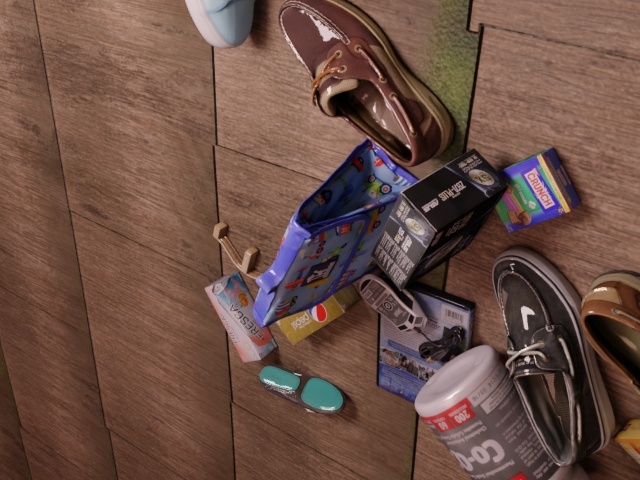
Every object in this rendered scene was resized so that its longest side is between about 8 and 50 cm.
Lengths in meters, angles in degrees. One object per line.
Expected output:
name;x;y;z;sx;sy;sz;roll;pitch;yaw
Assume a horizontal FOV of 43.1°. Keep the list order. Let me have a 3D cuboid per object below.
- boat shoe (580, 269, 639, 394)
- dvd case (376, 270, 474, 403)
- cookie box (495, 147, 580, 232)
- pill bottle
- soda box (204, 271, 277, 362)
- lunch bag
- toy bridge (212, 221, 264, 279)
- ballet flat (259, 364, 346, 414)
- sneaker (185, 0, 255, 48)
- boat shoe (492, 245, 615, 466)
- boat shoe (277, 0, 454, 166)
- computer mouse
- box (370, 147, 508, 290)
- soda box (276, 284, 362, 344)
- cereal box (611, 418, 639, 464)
boat shoe;0.476;0.185;1.091;0.324;0.120;0.122;43;135;14
dvd case;0.178;0.188;1.424;0.180;0.022;0.253;20;126;32
cookie box;0.298;-0.070;1.152;0.107;0.040;0.092;-24;96;45
pill bottle;0.296;0.322;1.292;0.283;0.161;0.161;51;136;-3
soda box;-0.164;0.161;1.679;0.063;0.058;0.183;-19;102;46
lunch bag;0.000;0.000;1.270;0.138;0.293;0.221;42;135;14
toy bridge;-0.141;0.040;1.610;0.188;0.026;0.063;38;136;18
ballet flat;-0.031;0.310;1.653;0.203;0.074;0.074;16;124;26
sneaker;-0.122;-0.460;1.221;0.150;0.135;0.366;23;129;33
boat shoe;0.335;0.173;1.198;0.121;0.119;0.335;-26;89;48
boat shoe;0.046;-0.240;1.212;0.342;0.123;0.123;48;136;8
computer mouse;0.149;0.119;1.365;0.193;0.042;0.106;44;140;5
box;0.169;-0.028;1.177;0.077;0.147;0.180;51;152;18
soda box;-0.006;0.132;1.524;0.061;0.058;0.181;54;137;2
cereal box;0.534;0.349;1.128;0.240;0.047;0.173;45;172;13
